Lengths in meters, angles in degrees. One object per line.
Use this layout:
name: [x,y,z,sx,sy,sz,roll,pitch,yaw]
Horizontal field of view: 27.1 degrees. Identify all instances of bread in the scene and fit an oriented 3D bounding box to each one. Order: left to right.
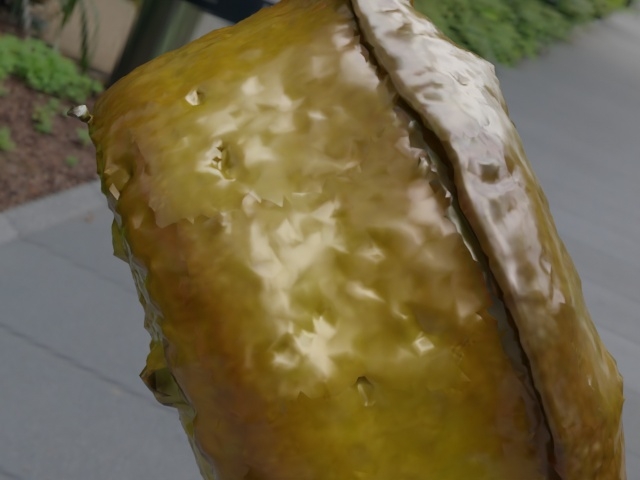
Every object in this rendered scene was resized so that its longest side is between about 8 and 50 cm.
bread: [0.000,0.000,0.587,0.179,0.194,0.340,68,-2,-54]
